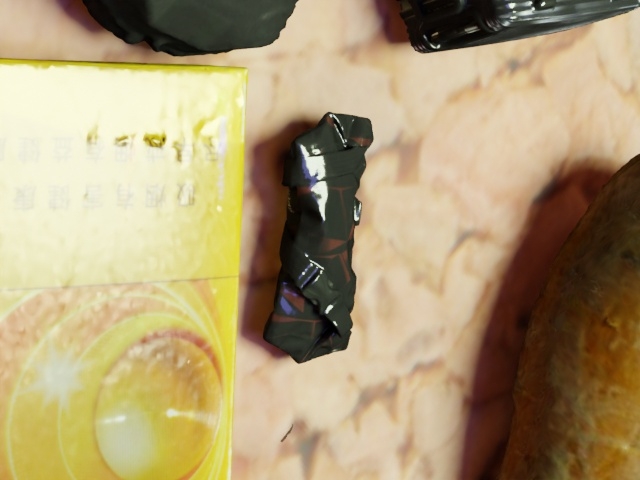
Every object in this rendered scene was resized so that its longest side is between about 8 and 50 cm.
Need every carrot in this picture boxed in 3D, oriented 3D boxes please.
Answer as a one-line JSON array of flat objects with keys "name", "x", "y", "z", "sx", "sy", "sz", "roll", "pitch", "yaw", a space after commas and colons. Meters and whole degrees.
[{"name": "carrot", "x": 0.163, "y": 0.097, "z": 0.908, "sx": 0.139, "sy": 0.139, "sz": 0.301, "roll": 23, "pitch": 84, "yaw": -38}]

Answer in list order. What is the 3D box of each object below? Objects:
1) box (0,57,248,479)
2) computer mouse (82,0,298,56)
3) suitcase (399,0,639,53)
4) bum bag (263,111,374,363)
[{"name": "box", "x": -0.105, "y": 0.055, "z": 0.743, "sx": 0.152, "sy": 0.043, "sz": 0.269, "roll": -1, "pitch": 98, "yaw": -38}, {"name": "computer mouse", "x": -0.031, "y": -0.180, "z": 0.735, "sx": 0.122, "sy": 0.073, "sz": 0.217, "roll": 26, "pitch": 97, "yaw": -50}, {"name": "suitcase", "x": 0.103, "y": -0.133, "z": 0.850, "sx": 0.126, "sy": 0.086, "sz": 0.059, "roll": -13, "pitch": 90, "yaw": -36}, {"name": "bum bag", "x": -0.001, "y": 0.000, "z": 0.822, "sx": 0.058, "sy": 0.034, "sz": 0.124, "roll": -1, "pitch": 99, "yaw": -47}]
